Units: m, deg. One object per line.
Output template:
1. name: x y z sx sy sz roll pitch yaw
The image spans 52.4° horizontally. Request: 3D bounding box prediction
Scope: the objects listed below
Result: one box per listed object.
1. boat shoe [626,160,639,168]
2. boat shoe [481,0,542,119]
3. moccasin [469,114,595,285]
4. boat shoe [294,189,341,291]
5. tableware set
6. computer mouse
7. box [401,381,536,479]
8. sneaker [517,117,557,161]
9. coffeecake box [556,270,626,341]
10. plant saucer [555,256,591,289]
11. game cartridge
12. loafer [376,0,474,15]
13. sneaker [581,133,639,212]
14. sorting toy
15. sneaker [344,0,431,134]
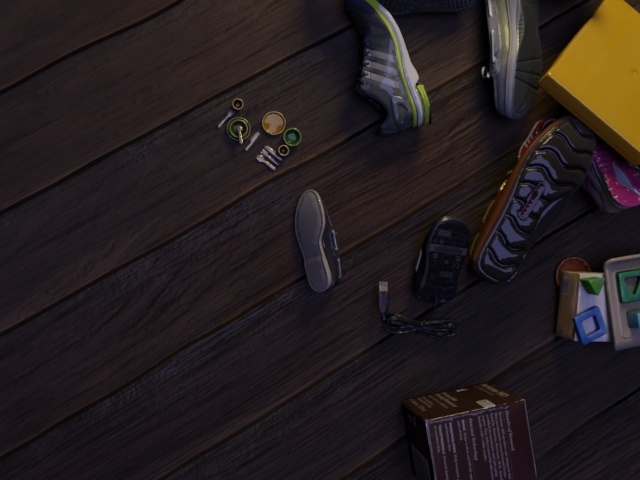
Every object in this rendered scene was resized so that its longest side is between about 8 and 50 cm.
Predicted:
1. boat shoe: 0.806 -0.194 1.397 0.306 0.113 0.105 -9 47 -16
2. boat shoe: 0.388 -0.410 1.352 0.118 0.103 0.320 -7 96 -45
3. moccasin: 0.427 -0.082 1.333 0.139 0.147 0.380 25 93 -4
4. boat shoe: 0.000 0.000 1.312 0.065 0.075 0.206 -3 83 -52
5. tableware set: -0.119 -0.222 1.300 0.154 0.024 0.104 38 84 -7
6. computer mouse: 0.204 0.072 1.337 0.184 0.060 0.262 3 101 -13
7. box: 0.289 0.395 1.292 0.203 0.168 0.167 -10 91 -10
8. sneaker: 0.461 -0.206 1.372 0.042 0.067 0.118 27 84 -10
9. coffeecake box: 0.607 0.140 1.385 0.185 0.068 0.142 3 93 -14
10. plant saucer: 0.548 0.078 1.414 0.083 0.013 0.083 0 89 -10
11. game cartridge: 0.631 -0.331 1.341 0.285 0.053 0.324 41 65 2
12. loafer: 0.190 -0.520 1.330 0.251 0.094 0.087 3 55 -8
13. sneaker: 0.590 -0.166 1.380 0.103 0.111 0.252 -5 68 -8
14. sorting toy: 0.683 0.123 1.342 0.347 0.047 0.196 -8 95 -14
15. sneaker: 0.113 -0.348 1.299 0.121 0.111 0.300 -27 92 -4
